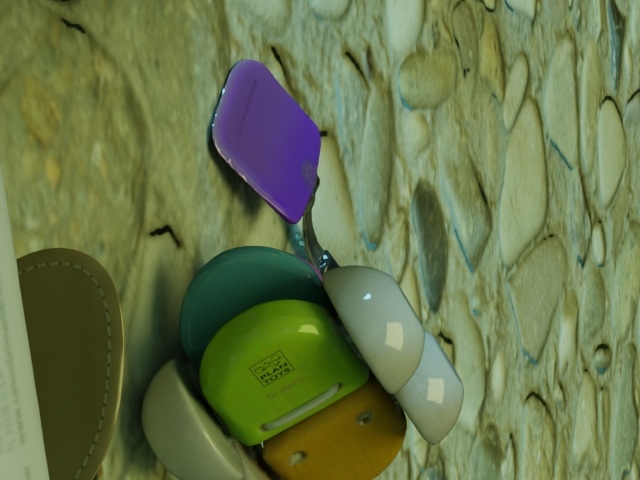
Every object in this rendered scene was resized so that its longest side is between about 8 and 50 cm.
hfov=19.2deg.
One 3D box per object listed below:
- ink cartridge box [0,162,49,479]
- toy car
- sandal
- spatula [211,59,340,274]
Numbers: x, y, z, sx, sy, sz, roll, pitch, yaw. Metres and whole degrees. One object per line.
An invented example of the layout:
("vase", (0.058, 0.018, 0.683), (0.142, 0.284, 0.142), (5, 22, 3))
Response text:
("ink cartridge box", (-0.255, 0.078, 0.597), (0.385, 0.091, 0.308), (-24, 114, -47))
("toy car", (-0.019, 0.069, 1.073), (0.136, 0.159, 0.182), (63, 6, 34))
("sandal", (-0.146, 0.122, 0.856), (0.079, 0.088, 0.240), (159, -59, -81))
("spatula", (0.000, 0.000, 1.228), (0.296, 0.030, 0.084), (64, 32, -47))
